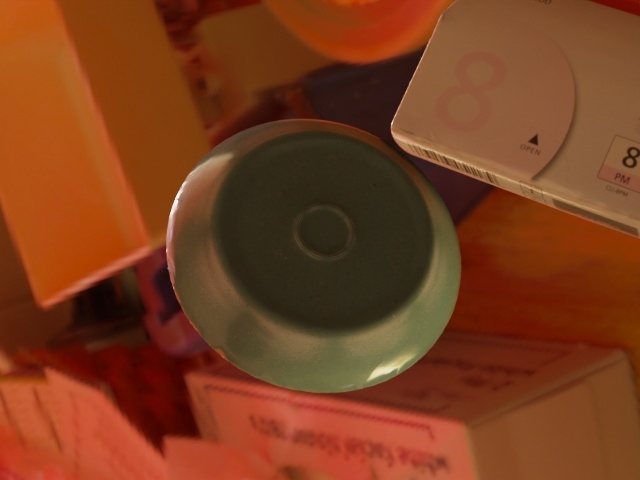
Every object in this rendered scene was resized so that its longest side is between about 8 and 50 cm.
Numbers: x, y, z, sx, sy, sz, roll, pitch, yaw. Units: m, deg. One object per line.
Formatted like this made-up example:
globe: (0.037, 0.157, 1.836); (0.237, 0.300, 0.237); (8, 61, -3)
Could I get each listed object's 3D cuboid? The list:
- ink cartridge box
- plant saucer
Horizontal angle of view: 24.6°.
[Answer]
ink cartridge box: (0.178, -0.135, 0.961); (0.189, 0.066, 0.232); (22, 85, 21)
plant saucer: (0.000, 0.000, 0.575); (0.119, 0.119, 0.021); (60, 158, 17)
